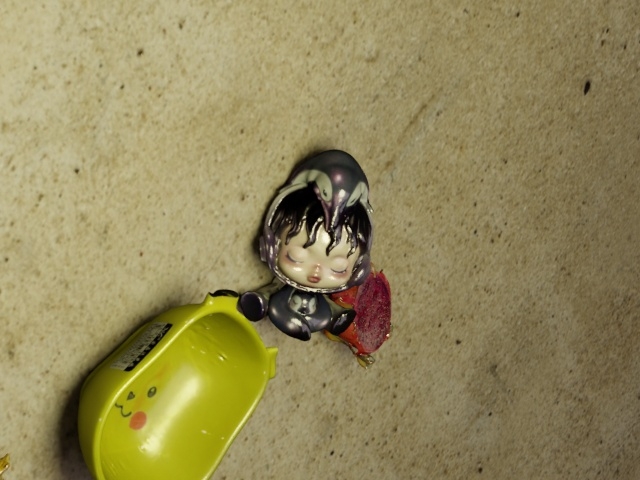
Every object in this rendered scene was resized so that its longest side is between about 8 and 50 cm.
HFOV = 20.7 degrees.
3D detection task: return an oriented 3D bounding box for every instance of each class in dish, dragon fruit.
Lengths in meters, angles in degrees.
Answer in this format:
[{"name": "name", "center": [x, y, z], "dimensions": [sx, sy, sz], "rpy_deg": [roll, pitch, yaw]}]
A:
[{"name": "dish", "center": [-0.183, 0.171, 1.991], "dimensions": [0.262, 0.108, 0.221], "rpy_deg": [-51, 141, -15]}, {"name": "dragon fruit", "center": [0.044, 0.088, 2.256], "dimensions": [0.112, 0.068, 0.126], "rpy_deg": [-46, 128, -48]}]

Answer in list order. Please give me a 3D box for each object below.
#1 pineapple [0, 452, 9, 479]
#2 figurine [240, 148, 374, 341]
[{"name": "pineapple", "center": [-0.418, 0.290, 1.777], "dimensions": [0.236, 0.114, 0.186], "rpy_deg": [-59, 143, -2]}, {"name": "figurine", "center": [0.000, 0.000, 2.106], "dimensions": [0.145, 0.145, 0.222], "rpy_deg": [-8, 126, -48]}]
